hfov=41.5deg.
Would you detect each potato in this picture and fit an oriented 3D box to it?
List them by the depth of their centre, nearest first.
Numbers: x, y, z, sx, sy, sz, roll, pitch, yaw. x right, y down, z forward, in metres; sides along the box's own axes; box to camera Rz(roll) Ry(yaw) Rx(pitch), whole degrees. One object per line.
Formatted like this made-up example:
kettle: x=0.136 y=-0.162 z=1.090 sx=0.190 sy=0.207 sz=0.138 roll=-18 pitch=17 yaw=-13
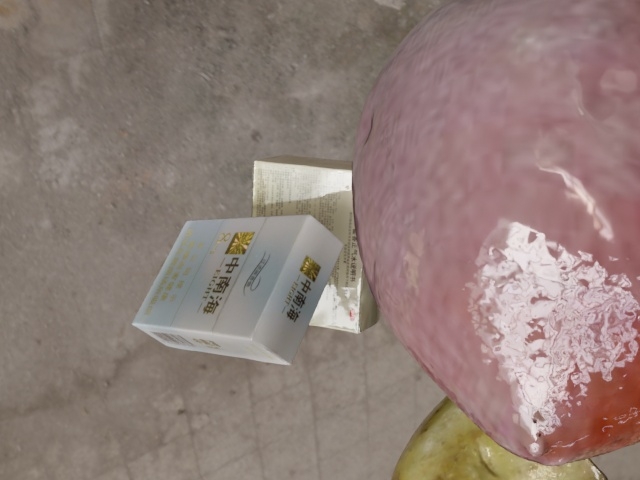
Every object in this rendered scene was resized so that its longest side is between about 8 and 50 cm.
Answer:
potato: x=0.176 y=0.295 z=0.865 sx=0.242 sy=0.242 sz=0.285 roll=-31 pitch=114 yaw=-14

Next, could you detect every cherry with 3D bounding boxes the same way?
cherry: x=0.125 y=-0.025 z=0.393 sx=0.239 sy=0.239 sz=0.206 roll=4 pitch=113 yaw=-36

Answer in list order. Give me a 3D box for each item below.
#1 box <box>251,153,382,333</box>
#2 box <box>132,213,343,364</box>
box: x=0.000 y=0.000 z=1.118 sx=0.095 sy=0.168 sz=0.212 roll=-21 pitch=117 yaw=-62
box: x=-0.099 y=0.052 z=0.966 sx=0.067 sy=0.243 sz=0.155 roll=38 pitch=64 yaw=-34
